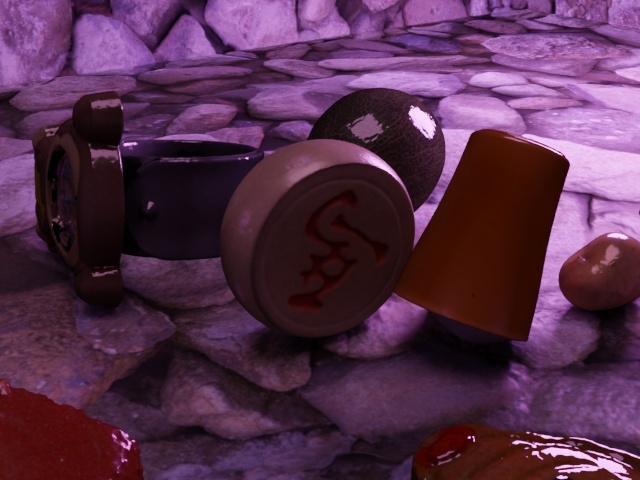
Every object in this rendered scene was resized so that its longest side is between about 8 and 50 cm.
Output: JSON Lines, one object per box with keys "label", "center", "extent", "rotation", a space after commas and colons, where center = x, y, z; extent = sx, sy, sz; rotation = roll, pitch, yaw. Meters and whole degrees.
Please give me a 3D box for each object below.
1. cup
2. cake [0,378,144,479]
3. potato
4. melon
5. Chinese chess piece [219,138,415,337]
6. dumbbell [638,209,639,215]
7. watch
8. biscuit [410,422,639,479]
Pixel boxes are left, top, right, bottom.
{"label": "cup", "center": [0.216, -0.001, 0.936], "extent": [0.183, 0.263, 0.226], "rotation": [20, 3, 0]}
{"label": "cake", "center": [-0.293, 0.225, 0.587], "extent": [0.283, 0.177, 0.151], "rotation": [24, 30, -8]}
{"label": "potato", "center": [0.408, 0.044, 1.001], "extent": [0.147, 0.112, 0.112], "rotation": [-24, 34, -25]}
{"label": "melon", "center": [0.098, -0.149, 1.247], "extent": [0.238, 0.237, 0.302], "rotation": [11, 28, 23]}
{"label": "Chinese chess piece", "center": [0.000, 0.000, 0.933], "extent": [0.273, 0.273, 0.102], "rotation": [-16, 30, -25]}
{"label": "dumbbell", "center": [0.615, 0.003, 1.060], "extent": [0.108, 0.121, 0.302], "rotation": [19, 21, -23]}
{"label": "watch", "center": [-0.262, -0.081, 1.146], "extent": [0.327, 0.313, 0.335], "rotation": [-6, 14, -35]}
{"label": "biscuit", "center": [0.217, 0.285, 0.597], "extent": [0.359, 0.074, 0.381], "rotation": [-18, 34, -32]}
